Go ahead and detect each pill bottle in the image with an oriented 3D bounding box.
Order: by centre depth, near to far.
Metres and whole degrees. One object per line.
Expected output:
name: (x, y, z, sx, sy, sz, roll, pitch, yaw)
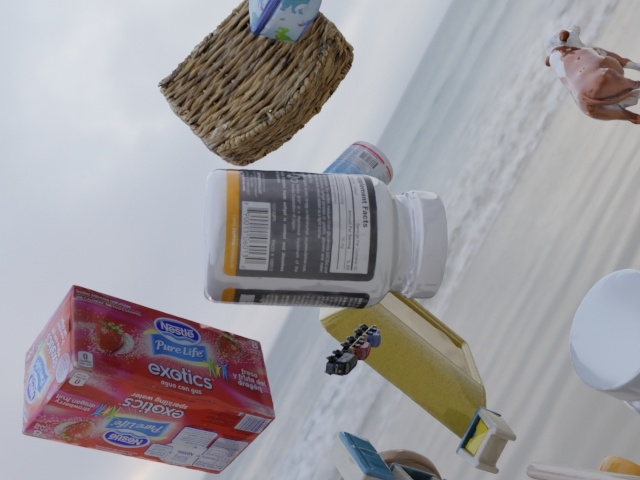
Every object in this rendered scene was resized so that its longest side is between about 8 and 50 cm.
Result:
pill bottle: (0.000, 0.000, 1.074, 0.162, 0.278, 0.162, -177, 90, -81)
pill bottle: (0.031, -0.071, 1.346, 0.160, 0.087, 0.087, -46, -8, -25)
pill bottle: (0.596, 0.192, 1.382, 0.224, 0.392, 0.224, -49, 29, 41)

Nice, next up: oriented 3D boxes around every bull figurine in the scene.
bull figurine: (0.521, -0.303, 1.658, 0.310, 0.188, 0.101, -84, 3, -55)

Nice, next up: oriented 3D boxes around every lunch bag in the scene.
lunch bag: (-0.042, -0.418, 1.314, 0.176, 0.090, 0.219, 150, 128, -66)

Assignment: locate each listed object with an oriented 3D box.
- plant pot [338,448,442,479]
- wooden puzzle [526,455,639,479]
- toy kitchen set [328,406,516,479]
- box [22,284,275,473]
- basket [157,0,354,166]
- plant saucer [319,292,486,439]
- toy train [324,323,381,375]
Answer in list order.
plant pot: (0.146, 0.546, 1.804, 0.237, 0.237, 0.110, -62, 24, 19)
wooden puzzle: (0.491, 0.381, 1.174, 0.080, 0.348, 0.322, -57, 16, -20)
toy kitchen set: (0.150, 0.300, 1.324, 0.166, 0.207, 0.122, -65, 23, 7)
box: (-0.196, 0.165, 1.031, 0.128, 0.257, 0.123, -49, 37, 28)
basket: (-0.084, -0.266, 1.558, 0.299, 0.213, 0.223, -44, -18, 3)
plant saucer: (0.153, 0.168, 1.528, 0.081, 0.332, 0.333, -51, 6, 11)
toy train: (0.047, 0.142, 1.170, 0.158, 0.036, 0.027, -32, -50, -65)
